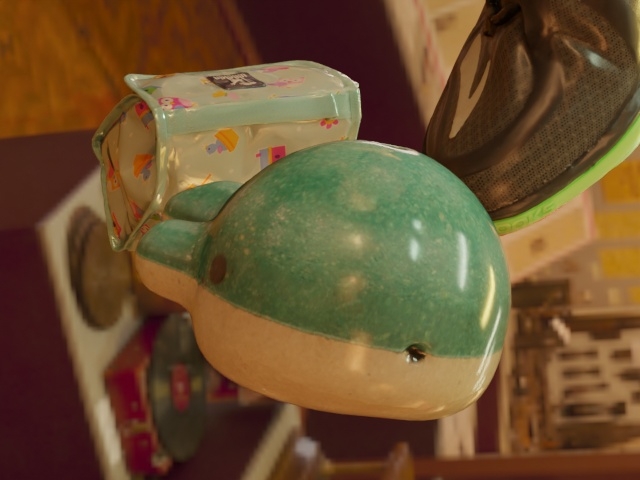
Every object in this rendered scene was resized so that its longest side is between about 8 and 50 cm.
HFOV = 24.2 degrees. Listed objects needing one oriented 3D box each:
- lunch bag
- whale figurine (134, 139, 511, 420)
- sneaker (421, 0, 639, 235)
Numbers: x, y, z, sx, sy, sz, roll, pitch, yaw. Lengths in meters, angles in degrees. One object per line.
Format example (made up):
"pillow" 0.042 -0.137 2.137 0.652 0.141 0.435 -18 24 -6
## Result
"lunch bag" -0.097 -0.094 1.518 0.262 0.223 0.160 136 -55 -64
"whale figurine" 0.000 0.000 0.858 0.272 0.216 0.141 39 -63 62
"sneaker" 0.171 -0.235 1.079 0.202 0.185 0.483 27 82 -39
